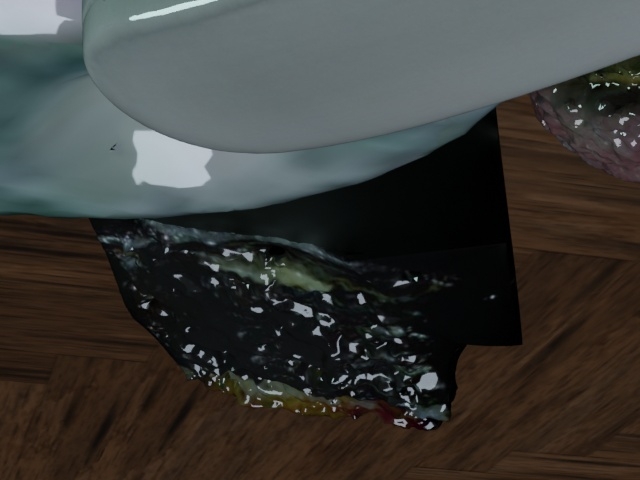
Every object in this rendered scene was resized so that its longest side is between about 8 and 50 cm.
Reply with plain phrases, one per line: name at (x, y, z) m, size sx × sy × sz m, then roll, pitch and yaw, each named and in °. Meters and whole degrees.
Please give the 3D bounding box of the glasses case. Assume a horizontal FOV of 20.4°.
glasses case at (0.035, -0.063, 0.378) m, size 0.193 × 0.049 × 0.074 m, roll -17°, pitch 152°, yaw 30°

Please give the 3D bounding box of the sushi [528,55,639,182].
sushi at (0.214, -0.118, 0.919) m, size 0.241 × 0.161 × 0.107 m, roll -10°, pitch 153°, yaw 23°

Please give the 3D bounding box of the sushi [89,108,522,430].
sushi at (-0.001, 0.000, 1.049) m, size 0.227 × 0.215 × 0.212 m, roll -7°, pitch 134°, yaw 7°

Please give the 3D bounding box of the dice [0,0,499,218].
dice at (-0.073, -0.213, 0.503) m, size 0.348 × 0.330 × 0.328 m, roll 11°, pitch 154°, yaw -27°
